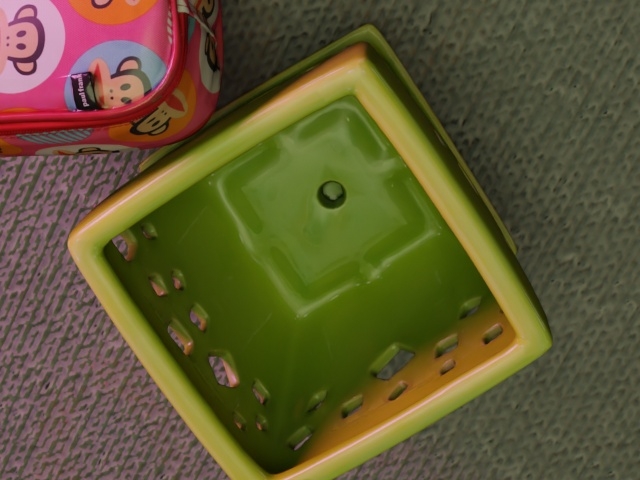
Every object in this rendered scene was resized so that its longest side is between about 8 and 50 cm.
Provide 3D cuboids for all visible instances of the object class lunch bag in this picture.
[{"bbox_3d":[-0.191,-0.198,1.216,0.258,0.120,0.293,-3,80,16],"label":"lunch bag"}]

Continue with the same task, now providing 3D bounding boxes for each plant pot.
[{"bbox_3d":[0.000,0.000,1.279,0.228,0.207,0.227,-30,105,14],"label":"plant pot"}]
